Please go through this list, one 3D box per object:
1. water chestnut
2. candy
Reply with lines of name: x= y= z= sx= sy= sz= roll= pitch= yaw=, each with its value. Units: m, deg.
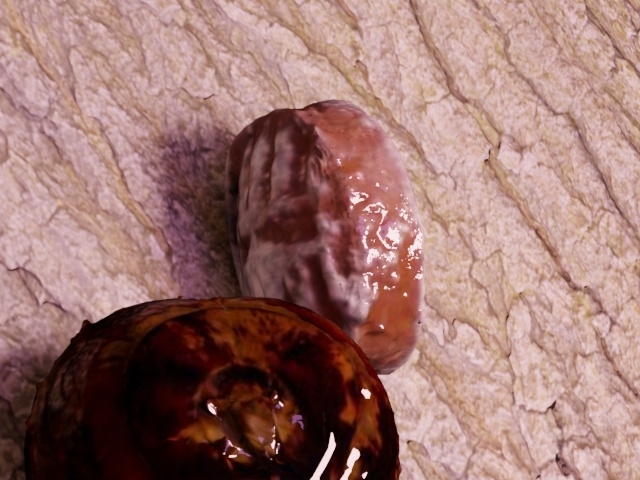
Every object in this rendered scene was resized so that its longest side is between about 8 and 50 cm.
water chestnut: x=-0.101 y=0.215 z=1.694 sx=0.350 sy=0.302 sz=0.350 roll=9 pitch=47 yaw=-9
candy: x=0.000 y=0.000 z=1.924 sx=0.157 sy=0.214 sz=0.289 roll=-5 pitch=75 yaw=-41
